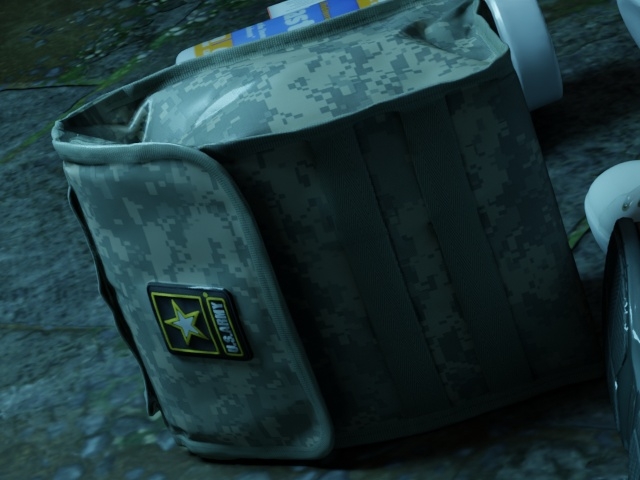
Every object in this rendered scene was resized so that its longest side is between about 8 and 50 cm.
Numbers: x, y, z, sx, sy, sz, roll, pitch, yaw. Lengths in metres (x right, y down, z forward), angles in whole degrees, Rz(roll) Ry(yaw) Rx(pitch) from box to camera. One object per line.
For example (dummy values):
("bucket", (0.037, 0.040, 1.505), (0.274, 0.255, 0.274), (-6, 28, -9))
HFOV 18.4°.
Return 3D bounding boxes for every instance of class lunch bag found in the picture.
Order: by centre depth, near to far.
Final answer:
("lunch bag", (0.000, 0.000, 1.200), (0.287, 0.235, 0.169), (-17, 28, 5))

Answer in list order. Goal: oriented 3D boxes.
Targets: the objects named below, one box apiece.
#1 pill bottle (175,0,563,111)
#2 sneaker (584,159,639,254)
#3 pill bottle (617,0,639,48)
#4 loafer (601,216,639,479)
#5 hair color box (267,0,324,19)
("pill bottle", (0.039, -0.117, 1.511), (0.272, 0.152, 0.152), (-20, 25, 1))
("sneaker", (0.256, -0.029, 1.214), (0.106, 0.123, 0.290), (-31, 26, -19))
("pill bottle", (0.336, -0.205, 1.469), (0.215, 0.117, 0.117), (-36, 26, -2))
("loafer", (0.206, 0.081, 1.087), (0.084, 0.096, 0.267), (2, 34, 0))
("hair color box", (0.007, -0.149, 1.665), (0.072, 0.043, 0.141), (-18, 49, 1))
